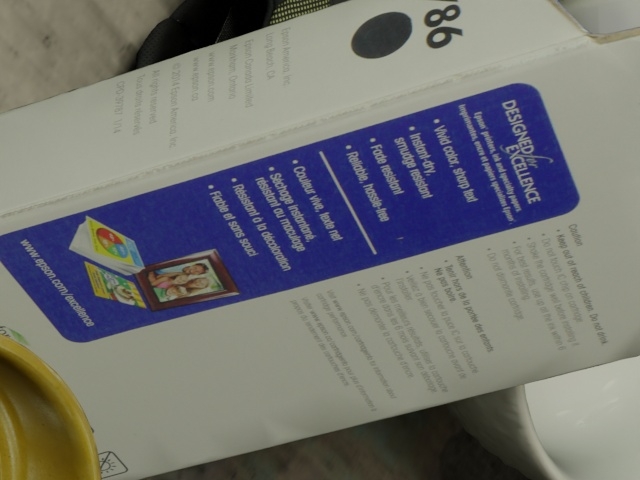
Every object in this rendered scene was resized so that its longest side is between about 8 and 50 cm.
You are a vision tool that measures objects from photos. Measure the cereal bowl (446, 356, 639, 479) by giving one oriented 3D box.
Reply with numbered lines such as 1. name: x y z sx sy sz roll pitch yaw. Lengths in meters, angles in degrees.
1. cereal bowl: 0.156 -0.037 0.865 0.339 0.141 0.339 -25 125 -41

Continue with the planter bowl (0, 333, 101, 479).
1. planter bowl: -0.191 0.103 0.563 0.217 0.090 0.217 -23 129 -31

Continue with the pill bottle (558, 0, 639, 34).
1. pill bottle: 0.141 -0.238 0.608 0.210 0.210 0.362 -14 94 -45

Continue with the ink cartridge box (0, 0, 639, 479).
1. ink cartridge box: 0.000 0.000 0.591 0.165 0.333 0.065 61 21 -44

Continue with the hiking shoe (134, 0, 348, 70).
1. hiking shoe: -0.030 -0.058 0.696 0.114 0.086 0.226 -6 126 -23
